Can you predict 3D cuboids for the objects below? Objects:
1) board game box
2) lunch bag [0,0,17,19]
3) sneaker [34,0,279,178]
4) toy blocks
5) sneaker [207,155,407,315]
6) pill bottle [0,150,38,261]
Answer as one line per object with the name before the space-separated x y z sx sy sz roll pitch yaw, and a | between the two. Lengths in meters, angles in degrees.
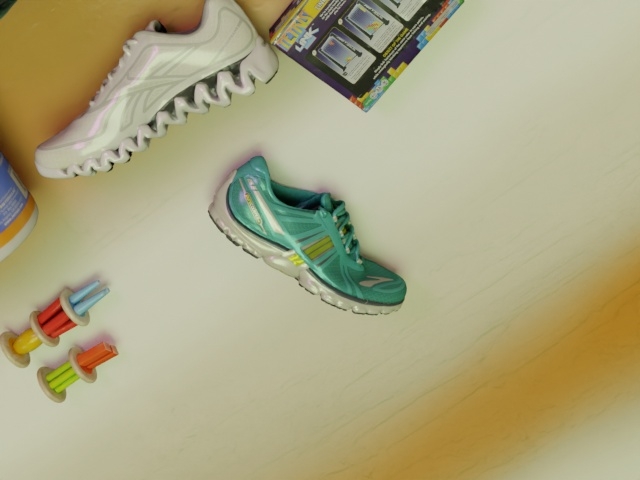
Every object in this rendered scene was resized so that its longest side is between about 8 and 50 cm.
board game box | 0.049 -0.247 1.384 0.141 0.048 0.170 35 112 -20
lunch bag | -0.357 -0.286 1.219 0.160 0.223 0.262 30 113 -13
sneaker | -0.195 -0.168 1.384 0.292 0.110 0.118 -30 112 3
toy blocks | -0.304 0.122 1.566 0.148 0.054 0.123 -34 117 14
sneaker | 0.000 0.000 1.499 0.275 0.107 0.110 32 104 -22
pill bottle | -0.439 -0.097 1.366 0.152 0.152 0.272 -25 120 9
